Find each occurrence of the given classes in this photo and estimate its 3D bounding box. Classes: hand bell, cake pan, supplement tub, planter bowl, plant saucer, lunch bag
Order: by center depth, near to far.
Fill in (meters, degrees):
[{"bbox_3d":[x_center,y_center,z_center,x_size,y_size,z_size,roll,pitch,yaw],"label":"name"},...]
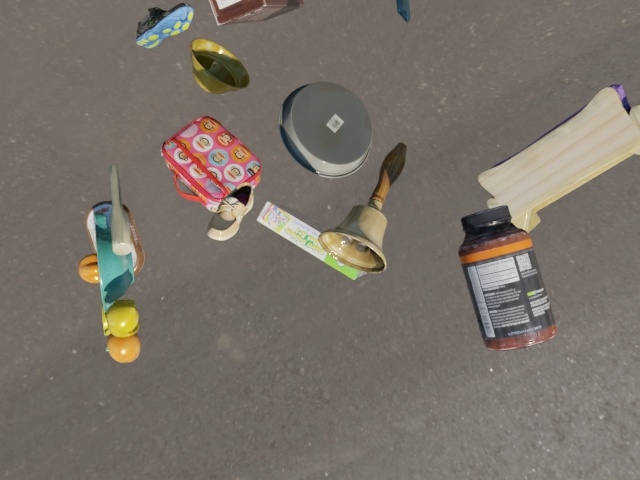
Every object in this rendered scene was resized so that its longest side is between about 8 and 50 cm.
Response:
[{"bbox_3d":[0.264,0.052,0.763,0.106,0.106,0.198,-15,85,7],"label":"supplement tub"},{"bbox_3d":[0.104,-0.076,0.932,0.126,0.126,0.242,30,67,-4],"label":"hand bell"},{"bbox_3d":[0.027,-0.326,1.500,0.293,0.054,0.293,6,75,-22],"label":"cake pan"},{"bbox_3d":[0.239,-0.737,1.543,0.018,0.192,0.067,-27,58,0],"label":"plant saucer"},{"bbox_3d":[-0.343,-0.540,1.697,0.217,0.217,0.090,42,123,-7],"label":"planter bowl"},{"bbox_3d":[-0.365,-0.238,1.706,0.293,0.120,0.258,43,67,9],"label":"lunch bag"}]

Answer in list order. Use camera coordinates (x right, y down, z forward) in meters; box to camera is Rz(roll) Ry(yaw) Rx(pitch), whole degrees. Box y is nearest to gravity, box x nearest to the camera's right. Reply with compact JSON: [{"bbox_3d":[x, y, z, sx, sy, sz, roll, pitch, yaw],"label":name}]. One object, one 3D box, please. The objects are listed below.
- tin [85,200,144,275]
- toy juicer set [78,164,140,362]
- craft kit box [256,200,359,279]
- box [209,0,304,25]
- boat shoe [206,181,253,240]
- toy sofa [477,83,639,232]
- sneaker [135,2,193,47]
[{"bbox_3d":[-0.481,-0.001,1.231,0.106,0.040,0.190,-18,92,0],"label":"tin"},{"bbox_3d":[-0.361,0.062,0.885,0.089,0.209,0.329,-5,119,-21],"label":"toy juicer set"},{"bbox_3d":[0.000,0.000,1.219,0.249,0.246,0.061,31,98,9],"label":"craft kit box"},{"bbox_3d":[-0.172,-0.672,1.340,0.143,0.381,0.191,-13,110,20],"label":"box"},{"bbox_3d":[-0.183,-0.065,1.073,0.063,0.170,0.059,18,128,3],"label":"boat shoe"},{"bbox_3d":[0.534,-0.168,1.120,0.362,0.150,0.177,-39,82,43],"label":"toy sofa"},{"bbox_3d":[-0.373,-0.516,1.230,0.188,0.067,0.078,-8,88,38],"label":"sneaker"}]
